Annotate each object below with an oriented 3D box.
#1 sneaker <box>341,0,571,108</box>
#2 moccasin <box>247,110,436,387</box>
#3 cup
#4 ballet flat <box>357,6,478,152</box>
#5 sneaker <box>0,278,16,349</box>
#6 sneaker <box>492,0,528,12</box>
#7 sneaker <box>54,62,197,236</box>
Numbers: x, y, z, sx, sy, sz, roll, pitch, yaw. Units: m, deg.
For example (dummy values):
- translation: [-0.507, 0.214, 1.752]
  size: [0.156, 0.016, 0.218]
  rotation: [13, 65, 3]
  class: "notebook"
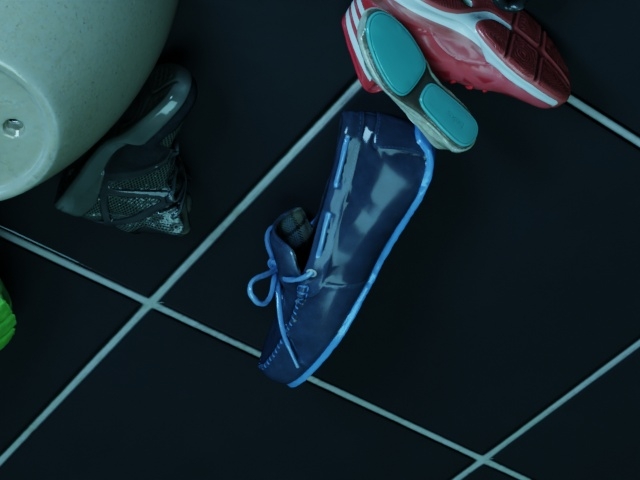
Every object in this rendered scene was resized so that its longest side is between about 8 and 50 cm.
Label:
- translation: [0.119, -0.174, 1.325]
  size: [0.221, 0.087, 0.128]
  rotation: [35, 135, -14]
  class: "sneaker"
- translation: [0.000, 0.000, 1.468]
  size: [0.116, 0.138, 0.342]
  rotation: [20, 117, -13]
  class: "moccasin"
- translation: [-0.293, -0.171, 1.204]
  size: [0.331, 0.237, 0.331]
  rotation: [0, 134, 0]
  class: "cup"
- translation: [0.077, -0.139, 1.277]
  size: [0.168, 0.057, 0.052]
  rotation: [49, 156, -25]
  class: "ballet flat"
- translation: [-0.437, 0.029, 1.469]
  size: [0.185, 0.202, 0.483]
  rotation: [-30, 160, -30]
  class: "sneaker"
- translation: [0.193, -0.265, 1.225]
  size: [0.063, 0.075, 0.170]
  rotation: [18, 131, -17]
  class: "sneaker"
- translation: [-0.159, -0.083, 1.399]
  size: [0.130, 0.087, 0.227]
  rotation: [24, 133, -24]
  class: "sneaker"
